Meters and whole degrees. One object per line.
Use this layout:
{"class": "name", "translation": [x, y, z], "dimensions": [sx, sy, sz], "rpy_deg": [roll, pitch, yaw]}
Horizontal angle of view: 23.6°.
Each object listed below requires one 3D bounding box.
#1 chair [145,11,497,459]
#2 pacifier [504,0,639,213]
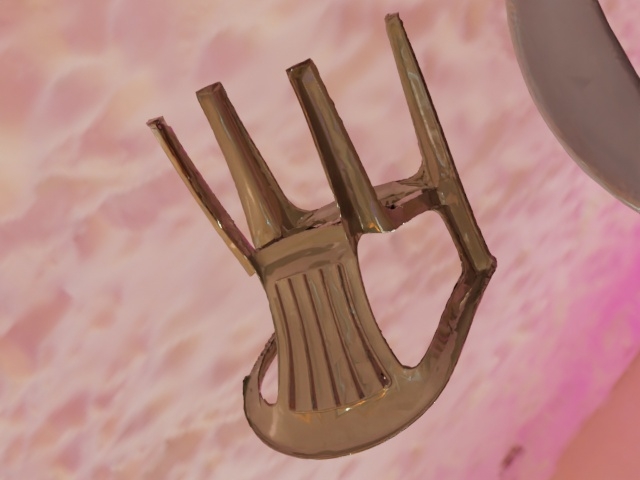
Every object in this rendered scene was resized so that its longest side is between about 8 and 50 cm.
{"class": "chair", "translation": [0.000, 0.000, 1.152], "dimensions": [0.203, 0.274, 0.190], "rpy_deg": [-20, -170, 28]}
{"class": "pacifier", "translation": [0.222, -0.113, 0.614], "dimensions": [0.287, 0.238, 0.226], "rpy_deg": [-32, -177, 11]}
